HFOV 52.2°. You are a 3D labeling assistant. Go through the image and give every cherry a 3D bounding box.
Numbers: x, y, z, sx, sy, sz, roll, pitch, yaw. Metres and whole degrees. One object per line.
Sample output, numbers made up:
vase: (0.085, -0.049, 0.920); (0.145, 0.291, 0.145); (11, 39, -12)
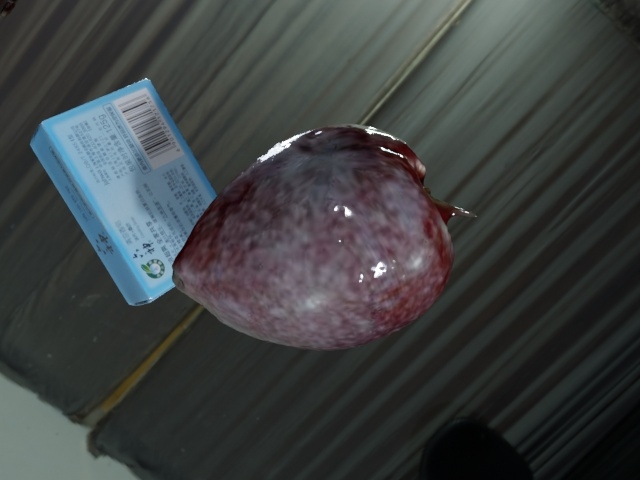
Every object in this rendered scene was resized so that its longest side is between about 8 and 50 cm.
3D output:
cherry: (0.000, 0.000, 0.648); (0.203, 0.300, 0.230); (71, 3, -49)

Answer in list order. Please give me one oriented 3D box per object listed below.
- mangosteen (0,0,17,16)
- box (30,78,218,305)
mangosteen: (-0.517, -0.394, 0.806); (0.311, 0.311, 0.311); (41, 11, -10)
box: (-0.218, -0.057, 0.786); (0.083, 0.142, 0.232); (-16, -74, 55)
